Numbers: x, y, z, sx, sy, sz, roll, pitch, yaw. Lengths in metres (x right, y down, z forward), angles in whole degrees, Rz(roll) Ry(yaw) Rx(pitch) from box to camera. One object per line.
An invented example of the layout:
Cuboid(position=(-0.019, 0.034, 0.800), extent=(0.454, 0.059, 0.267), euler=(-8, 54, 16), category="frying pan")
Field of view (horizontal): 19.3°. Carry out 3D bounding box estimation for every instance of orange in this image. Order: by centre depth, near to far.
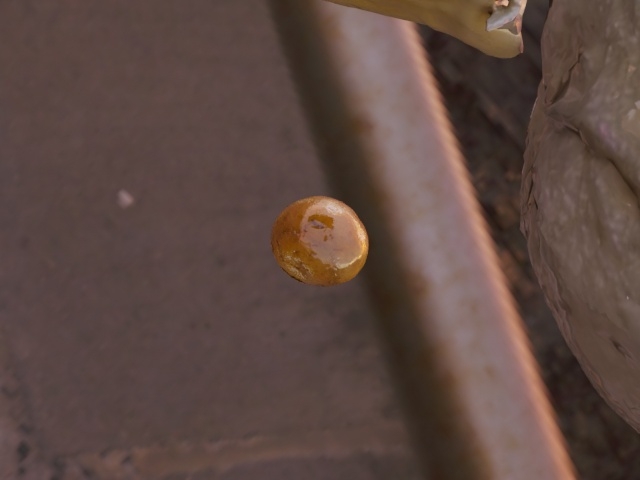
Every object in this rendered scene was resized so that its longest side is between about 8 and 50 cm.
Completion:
Cuboid(position=(0.000, 0.000, 1.569), extent=(0.083, 0.083, 0.070), euler=(42, 61, -7), category="orange")

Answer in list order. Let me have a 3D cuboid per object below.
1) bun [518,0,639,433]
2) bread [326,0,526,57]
Cuboid(position=(0.182, -0.053, 0.677), extent=(0.281, 0.281, 0.205), euler=(-15, 67, -40), category="bun")
Cuboid(position=(0.007, -0.338, 1.305), extent=(0.394, 0.361, 0.250), euler=(13, 9, 0), category="bread")
